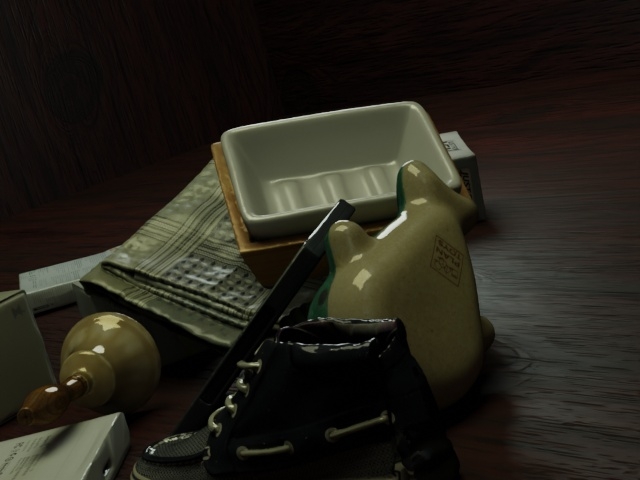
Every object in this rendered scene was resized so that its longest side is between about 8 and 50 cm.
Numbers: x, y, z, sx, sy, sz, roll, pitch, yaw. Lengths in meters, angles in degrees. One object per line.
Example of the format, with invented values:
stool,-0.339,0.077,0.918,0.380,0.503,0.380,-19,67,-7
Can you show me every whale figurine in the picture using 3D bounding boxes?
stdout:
whale figurine,0.077,0.053,1.358,0.141,0.216,0.272,-30,34,46

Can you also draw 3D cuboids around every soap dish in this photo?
soap dish,0.024,-0.058,1.696,0.291,0.118,0.229,-9,39,-9

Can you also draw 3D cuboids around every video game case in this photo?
video game case,-0.062,0.089,1.454,0.274,0.026,0.196,-56,-1,20

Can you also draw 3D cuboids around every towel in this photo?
towel,-0.096,0.012,1.743,0.312,0.056,0.324,21,47,25

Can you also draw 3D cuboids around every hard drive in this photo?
hard drive,-0.386,0.273,1.398,0.353,0.047,0.233,-14,12,6

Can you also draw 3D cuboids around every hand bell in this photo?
hand bell,-0.272,0.162,1.497,0.126,0.126,0.242,-13,5,13

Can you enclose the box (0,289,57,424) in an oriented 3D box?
box,-0.490,0.164,1.808,0.232,0.148,0.127,-9,14,35

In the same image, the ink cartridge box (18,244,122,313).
ink cartridge box,-0.431,0.068,2.453,0.224,0.045,0.223,-17,12,-9

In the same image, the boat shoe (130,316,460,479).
boat shoe,-0.045,0.152,1.214,0.340,0.158,0.127,-9,13,31

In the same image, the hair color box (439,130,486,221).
hair color box,0.057,-0.070,2.159,0.374,0.113,0.185,-12,17,0

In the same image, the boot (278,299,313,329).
boot,0.057,0.083,1.558,0.203,0.095,0.262,-33,-9,0

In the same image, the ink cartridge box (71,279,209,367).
ink cartridge box,-0.222,0.094,1.825,0.176,0.128,0.127,-19,11,-19
